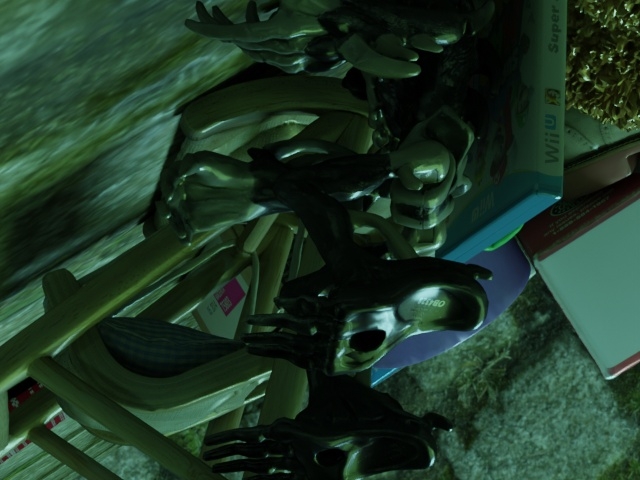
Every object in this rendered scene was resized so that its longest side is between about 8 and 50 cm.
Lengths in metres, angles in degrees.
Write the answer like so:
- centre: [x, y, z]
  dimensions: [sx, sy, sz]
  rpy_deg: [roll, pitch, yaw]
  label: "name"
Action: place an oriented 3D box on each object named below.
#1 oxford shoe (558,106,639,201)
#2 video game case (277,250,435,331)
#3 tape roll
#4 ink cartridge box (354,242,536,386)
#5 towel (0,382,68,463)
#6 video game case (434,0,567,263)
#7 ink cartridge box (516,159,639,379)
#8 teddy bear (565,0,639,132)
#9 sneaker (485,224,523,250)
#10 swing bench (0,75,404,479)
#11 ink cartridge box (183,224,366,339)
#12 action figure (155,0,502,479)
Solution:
- centre: [0.308, -0.159, 1.485]
  dimensions: [0.348, 0.130, 0.123]
  rpy_deg: [-32, -167, 32]
  label: "oxford shoe"
- centre: [0.024, 0.047, 1.345]
  dimensions: [0.143, 0.019, 0.157]
  rpy_deg: [-29, 174, -36]
  label: "video game case"
- centre: [0.104, 0.038, 1.628]
  dimensions: [0.189, 0.080, 0.189]
  rpy_deg: [-30, -165, 9]
  label: "tape roll"
- centre: [0.106, 0.042, 1.961]
  dimensions: [0.233, 0.168, 0.171]
  rpy_deg: [-34, 174, -5]
  label: "ink cartridge box"
- centre: [-0.280, 0.165, 1.488]
  dimensions: [0.275, 0.031, 0.199]
  rpy_deg: [-35, 173, -10]
  label: "towel"
- centre: [0.081, -0.082, 0.755]
  dimensions: [0.015, 0.166, 0.119]
  rpy_deg: [8, 163, -15]
  label: "video game case"
- centre: [0.328, -0.061, 1.717]
  dimensions: [0.279, 0.160, 0.384]
  rpy_deg: [-34, -161, 7]
  label: "ink cartridge box"
- centre: [0.221, -0.194, 0.948]
  dimensions: [0.245, 0.113, 0.338]
  rpy_deg: [-40, 169, -13]
  label: "teddy bear"
- centre: [0.118, -0.041, 1.498]
  dimensions: [0.109, 0.123, 0.295]
  rpy_deg: [-33, 177, -3]
  label: "sneaker"
- centre: [-0.056, 0.043, 0.918]
  dimensions: [0.254, 0.165, 0.253]
  rpy_deg: [-56, -179, -18]
  label: "swing bench"
- centre: [0.000, 0.000, 1.356]
  dimensions: [0.193, 0.088, 0.234]
  rpy_deg: [-30, 175, -19]
  label: "ink cartridge box"
- centre: [0.004, -0.044, 0.687]
  dimensions: [0.164, 0.141, 0.275]
  rpy_deg: [100, -2, -45]
  label: "action figure"
